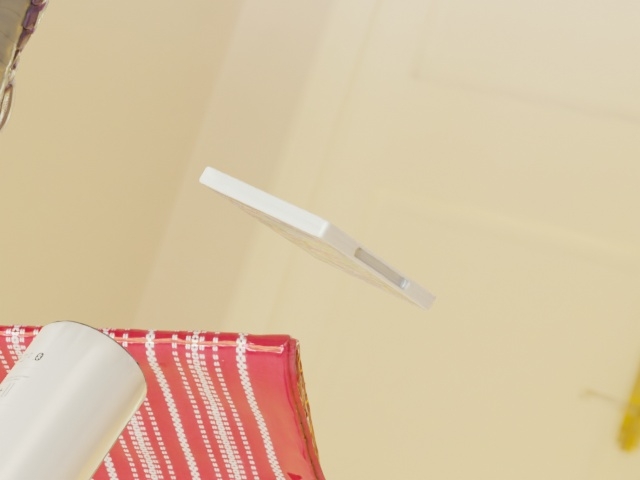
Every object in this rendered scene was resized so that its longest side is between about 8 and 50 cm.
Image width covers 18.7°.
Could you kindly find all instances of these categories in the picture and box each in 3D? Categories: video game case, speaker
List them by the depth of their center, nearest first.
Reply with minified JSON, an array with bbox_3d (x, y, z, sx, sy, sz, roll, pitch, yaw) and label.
[{"bbox_3d":[-0.126,0.097,0.792,0.055,0.136,0.055,18,139,17],"label":"speaker"},{"bbox_3d":[0.000,0.000,1.027,0.087,0.011,0.122,26,175,36],"label":"video game case"}]

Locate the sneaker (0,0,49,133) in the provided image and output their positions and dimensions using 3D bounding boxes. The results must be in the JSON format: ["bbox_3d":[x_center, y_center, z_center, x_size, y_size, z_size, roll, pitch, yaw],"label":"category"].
[{"bbox_3d":[-0.204,-0.111,1.097,0.083,0.098,0.224,17,136,2],"label":"sneaker"}]

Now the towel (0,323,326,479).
[{"bbox_3d":[-0.132,0.131,1.292,0.274,0.031,0.199,1,134,12],"label":"towel"}]
